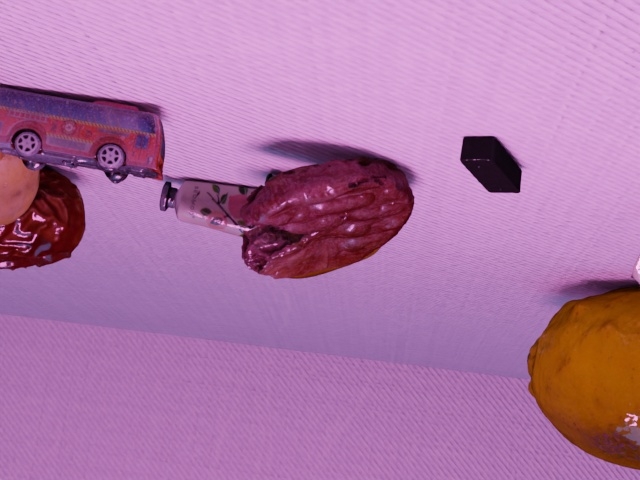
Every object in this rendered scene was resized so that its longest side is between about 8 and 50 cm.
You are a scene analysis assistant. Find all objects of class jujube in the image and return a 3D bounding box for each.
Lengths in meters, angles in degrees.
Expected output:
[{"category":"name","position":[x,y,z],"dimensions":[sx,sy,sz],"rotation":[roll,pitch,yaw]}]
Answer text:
[{"category":"jujube","position":[-0.415,-0.034,1.703],"dimensions":[0.230,0.155,0.155],"rotation":[2,171,-22]}]

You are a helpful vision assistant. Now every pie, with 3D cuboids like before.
[{"category":"pie","position":[0.002,-0.025,1.522],"dimensions":[0.204,0.054,0.218],"rotation":[-6,153,-23]}]

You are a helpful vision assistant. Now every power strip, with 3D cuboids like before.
[{"category":"power strip","position":[0.176,-0.077,1.391],"dimensions":[0.038,0.029,0.111],"rotation":[3,165,24]}]

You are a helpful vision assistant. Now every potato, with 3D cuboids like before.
[{"category":"potato","position":[-0.371,-0.085,1.512],"dimensions":[0.109,0.118,0.178],"rotation":[-25,162,-18]}]

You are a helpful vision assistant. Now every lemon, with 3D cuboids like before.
[{"category":"lemon","position":[0.457,0.194,1.949],"dimensions":[0.285,0.285,0.316],"rotation":[12,-161,-22]}]

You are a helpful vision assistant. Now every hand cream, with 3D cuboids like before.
[{"category":"hand cream","position":[-0.082,-0.031,1.679],"dimensions":[0.234,0.080,0.050],"rotation":[11,176,1]}]

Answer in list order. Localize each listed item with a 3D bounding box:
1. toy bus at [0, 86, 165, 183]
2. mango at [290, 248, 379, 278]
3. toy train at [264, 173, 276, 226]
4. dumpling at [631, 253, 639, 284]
[{"category":"toy bus","position":[-0.253,-0.109,1.397],"dimensions":[0.192,0.077,0.065],"rotation":[9,170,0]},{"category":"mango","position":[-0.004,0.000,1.741],"dimensions":[0.163,0.089,0.111],"rotation":[-12,173,32]},{"category":"toy train","position":[-0.040,-0.041,1.613],"dimensions":[0.044,0.064,0.103],"rotation":[2,167,19]},{"category":"dumpling","position":[0.499,0.053,1.548],"dimensions":[0.227,0.175,0.243],"rotation":[-39,158,33]}]
